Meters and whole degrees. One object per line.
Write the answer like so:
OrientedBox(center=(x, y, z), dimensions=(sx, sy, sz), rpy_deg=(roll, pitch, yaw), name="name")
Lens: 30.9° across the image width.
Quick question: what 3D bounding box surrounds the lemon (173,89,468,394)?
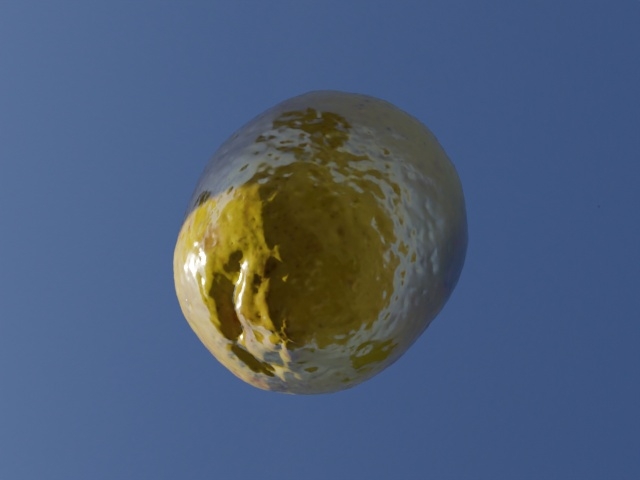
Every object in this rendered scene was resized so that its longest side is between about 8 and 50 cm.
OrientedBox(center=(0.000, 0.000, 0.679), dimensions=(0.170, 0.207, 0.170), rpy_deg=(14, -50, 17), name="lemon")
